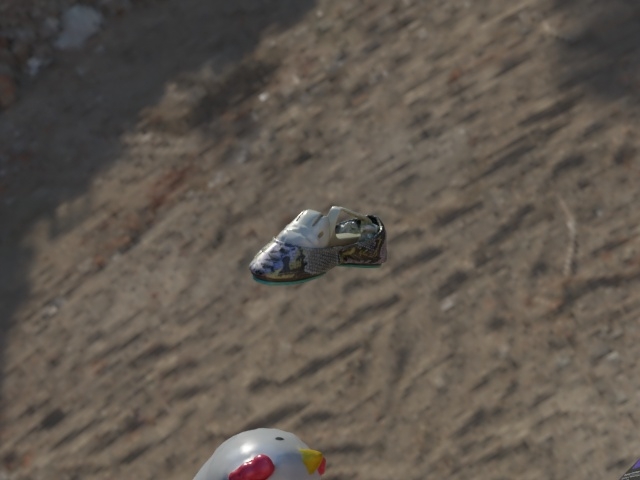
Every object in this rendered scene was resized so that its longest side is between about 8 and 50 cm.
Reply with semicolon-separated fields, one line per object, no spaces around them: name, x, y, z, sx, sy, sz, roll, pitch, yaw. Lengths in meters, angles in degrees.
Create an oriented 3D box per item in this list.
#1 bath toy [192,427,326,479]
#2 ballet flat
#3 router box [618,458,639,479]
bath toy;0.009;0.296;1.095;0.151;0.348;0.129;-20;-19;-14
ballet flat;0.000;0.000;0.831;0.041;0.041;0.114;-12;-2;37
router box;0.293;0.353;1.119;0.243;0.309;0.081;-40;3;-26
